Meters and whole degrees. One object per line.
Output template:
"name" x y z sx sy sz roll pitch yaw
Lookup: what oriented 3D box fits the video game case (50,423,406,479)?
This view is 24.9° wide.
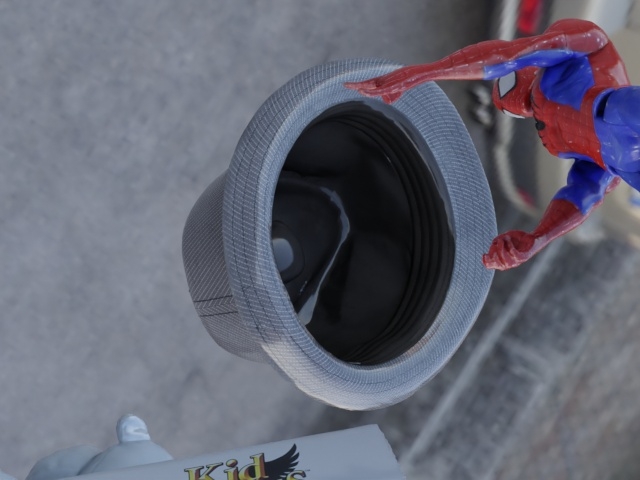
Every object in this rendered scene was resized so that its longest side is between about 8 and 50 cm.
"video game case" -0.089 0.221 0.695 0.244 0.061 0.269 -7 128 -17

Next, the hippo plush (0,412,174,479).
"hippo plush" -0.232 0.252 1.337 0.234 0.294 0.236 62 34 -19

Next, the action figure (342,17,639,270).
"action figure" 0.109 -0.031 0.613 0.139 0.280 0.091 -20 110 -8

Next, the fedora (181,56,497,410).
"fedora" 0.000 0.000 1.061 0.275 0.124 0.244 -44 114 -44
